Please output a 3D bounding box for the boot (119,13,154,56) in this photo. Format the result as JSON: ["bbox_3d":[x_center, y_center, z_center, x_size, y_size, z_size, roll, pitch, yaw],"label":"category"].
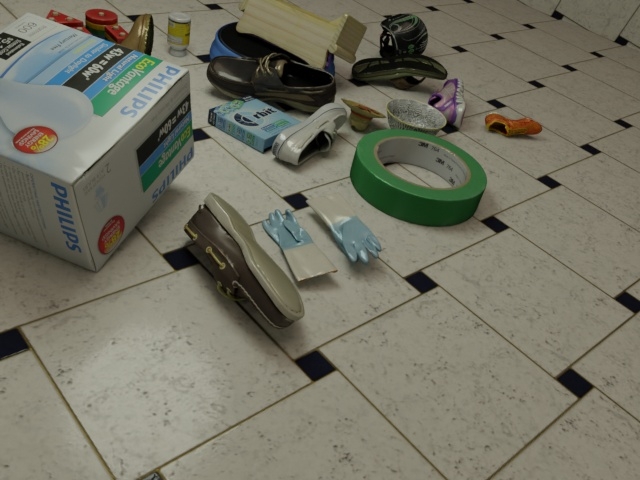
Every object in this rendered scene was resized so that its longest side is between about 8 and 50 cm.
[{"bbox_3d":[-0.569,-0.482,1.594,0.270,0.089,0.236,11,81,-7],"label":"boot"}]

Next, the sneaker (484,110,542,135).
[{"bbox_3d":[0.577,-0.336,1.911,0.175,0.064,0.067,7,57,-1],"label":"sneaker"}]

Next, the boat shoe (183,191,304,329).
[{"bbox_3d":[-0.143,0.046,1.125,0.324,0.097,0.117,50,9,34],"label":"boat shoe"}]

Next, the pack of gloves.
[{"bbox_3d":[0.000,0.000,1.294,0.195,0.046,0.232,-16,42,-18],"label":"pack of gloves"}]

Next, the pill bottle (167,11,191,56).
[{"bbox_3d":[-0.415,-0.602,1.865,0.065,0.116,0.065,9,37,-7],"label":"pill bottle"}]

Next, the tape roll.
[{"bbox_3d":[0.234,-0.159,1.537,0.321,0.077,0.321,10,37,-7],"label":"tape roll"}]

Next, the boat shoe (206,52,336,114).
[{"bbox_3d":[-0.124,-0.447,1.711,0.356,0.130,0.132,8,63,-11],"label":"boat shoe"}]

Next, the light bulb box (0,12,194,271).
[{"bbox_3d":[-0.476,-0.190,1.164,0.361,0.225,0.358,21,50,10],"label":"light bulb box"}]

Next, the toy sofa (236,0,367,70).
[{"bbox_3d":[-0.063,-0.633,1.899,0.363,0.177,0.150,30,15,21],"label":"toy sofa"}]

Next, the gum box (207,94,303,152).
[{"bbox_3d":[-0.164,-0.300,1.616,0.184,0.041,0.157,30,40,23],"label":"gum box"}]

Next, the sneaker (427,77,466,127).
[{"bbox_3d":[0.377,-0.427,1.929,0.105,0.095,0.236,7,37,3],"label":"sneaker"}]

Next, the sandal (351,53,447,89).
[{"bbox_3d":[0.251,-0.531,2.033,0.303,0.086,0.120,-1,42,4],"label":"sandal"}]

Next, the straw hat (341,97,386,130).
[{"bbox_3d":[0.109,-0.333,1.734,0.145,0.061,0.144,21,18,-7],"label":"straw hat"}]

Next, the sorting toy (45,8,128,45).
[{"bbox_3d":[-0.646,-0.561,1.758,0.257,0.089,0.255,-17,47,-35],"label":"sorting toy"}]

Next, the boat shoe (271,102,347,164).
[{"bbox_3d":[-0.004,-0.260,1.576,0.088,0.096,0.267,35,42,19],"label":"boat shoe"}]

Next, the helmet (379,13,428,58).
[{"bbox_3d":[0.290,-0.699,2.193,0.162,0.169,0.169,-24,49,-20],"label":"helmet"}]

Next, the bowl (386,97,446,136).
[{"bbox_3d":[0.250,-0.314,1.739,0.170,0.080,0.170,11,36,-8],"label":"bowl"}]

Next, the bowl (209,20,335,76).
[{"bbox_3d":[-0.141,-0.570,1.950,0.391,0.077,0.391,9,37,-7],"label":"bowl"}]
